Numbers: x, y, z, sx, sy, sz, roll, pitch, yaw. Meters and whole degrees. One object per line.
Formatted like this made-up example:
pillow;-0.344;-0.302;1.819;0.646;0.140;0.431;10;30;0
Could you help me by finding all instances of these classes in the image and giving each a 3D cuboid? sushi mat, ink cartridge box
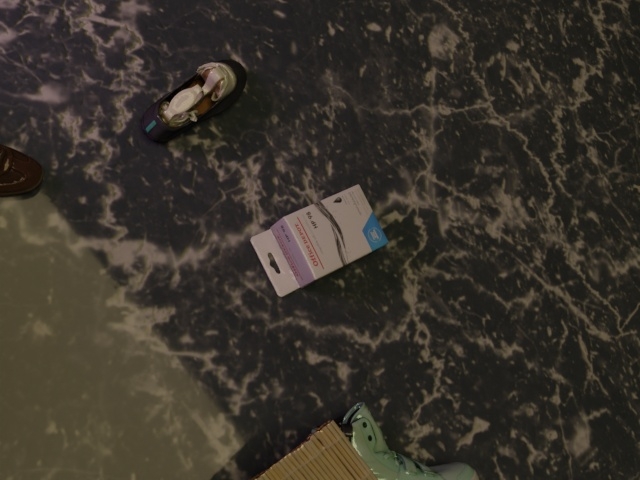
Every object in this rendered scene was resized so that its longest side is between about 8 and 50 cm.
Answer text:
sushi mat;0.040;0.385;0.851;0.151;0.019;0.316;-37;105;-8
ink cartridge box;0.000;0.000;0.994;0.180;0.060;0.104;-26;87;-30

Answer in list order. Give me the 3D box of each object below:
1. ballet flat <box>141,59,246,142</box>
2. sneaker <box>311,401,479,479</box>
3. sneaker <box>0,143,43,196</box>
ballet flat;-0.172;-0.213;0.973;0.074;0.074;0.203;49;60;-5
sneaker;0.106;0.297;0.927;0.256;0.094;0.151;-2;82;-23
sneaker;-0.436;-0.103;0.811;0.188;0.071;0.066;13;69;-21
